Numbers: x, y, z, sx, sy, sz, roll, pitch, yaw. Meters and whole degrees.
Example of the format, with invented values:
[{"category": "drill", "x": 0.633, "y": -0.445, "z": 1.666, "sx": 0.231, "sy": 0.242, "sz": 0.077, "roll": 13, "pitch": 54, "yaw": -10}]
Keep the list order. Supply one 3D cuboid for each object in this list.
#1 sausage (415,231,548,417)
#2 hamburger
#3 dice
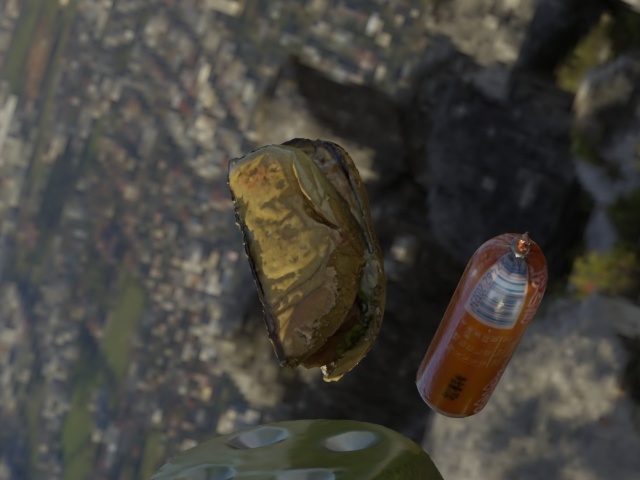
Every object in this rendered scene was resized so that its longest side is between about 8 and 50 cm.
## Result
[{"category": "sausage", "x": 0.143, "y": 0.067, "z": 1.649, "sx": 0.234, "sy": 0.071, "sz": 0.071, "roll": 110, "pitch": 163, "yaw": -53}, {"category": "hamburger", "x": 0.000, "y": 0.000, "z": 1.884, "sx": 0.131, "sy": 0.124, "sz": 0.262, "roll": -34, "pitch": 58, "yaw": 27}, {"category": "dice", "x": -0.022, "y": 0.296, "z": 1.693, "sx": 0.233, "sy": 0.238, "sz": 0.227, "roll": -37, "pitch": -58, "yaw": -65}]
